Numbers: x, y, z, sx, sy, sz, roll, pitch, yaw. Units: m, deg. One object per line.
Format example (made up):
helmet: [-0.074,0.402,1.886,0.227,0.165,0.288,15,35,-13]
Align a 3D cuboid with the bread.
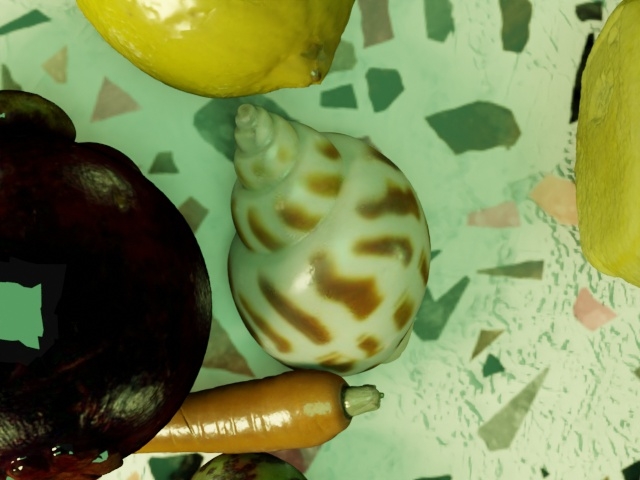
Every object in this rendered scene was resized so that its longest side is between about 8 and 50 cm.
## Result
bread: [0.303,-0.081,1.366,0.148,0.270,0.270,2,96,-7]

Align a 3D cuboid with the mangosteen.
mangosteen: [-0.243,0.028,1.320,0.306,0.307,0.347,-15,65,-4]

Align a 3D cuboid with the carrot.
carrot: [-0.105,0.156,1.420,0.336,0.069,0.069,-10,98,18]

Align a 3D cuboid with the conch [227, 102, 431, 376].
conch: [0.000,0.000,1.397,0.182,0.149,0.275,-33,101,-6]

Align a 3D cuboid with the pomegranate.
pomegranate: [-0.045,0.260,1.430,0.169,0.148,0.148,30,93,-7]

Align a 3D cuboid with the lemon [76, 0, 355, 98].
lemon: [-0.094,-0.242,1.321,0.236,0.236,0.263,-15,104,-4]
